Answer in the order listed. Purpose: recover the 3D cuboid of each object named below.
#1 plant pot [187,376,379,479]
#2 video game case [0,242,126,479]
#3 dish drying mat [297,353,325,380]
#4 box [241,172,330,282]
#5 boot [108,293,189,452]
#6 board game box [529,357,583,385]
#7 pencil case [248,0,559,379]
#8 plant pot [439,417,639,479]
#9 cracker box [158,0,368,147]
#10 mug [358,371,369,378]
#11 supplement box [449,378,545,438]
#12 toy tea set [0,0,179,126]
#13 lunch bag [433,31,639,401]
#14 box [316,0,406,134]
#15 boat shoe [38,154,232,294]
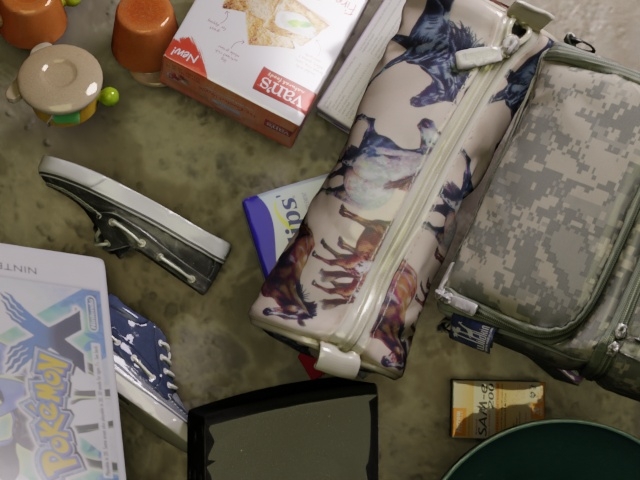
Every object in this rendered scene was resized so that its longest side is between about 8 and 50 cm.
[{"bbox_3d":[-0.044,0.234,1.683,0.167,0.187,0.188,-1,88,-12],"label":"plant pot"},{"bbox_3d":[-0.334,0.135,1.602,0.300,0.036,0.329,10,51,-27],"label":"video game case"},{"bbox_3d":[0.009,0.117,1.764,0.008,0.083,0.032,-25,80,-45],"label":"dish drying mat"},{"bbox_3d":[0.000,0.000,1.765,0.137,0.072,0.126,-17,88,-1],"label":"box"},{"bbox_3d":[-0.173,0.141,1.762,0.190,0.069,0.086,40,69,-10],"label":"boot"},{"bbox_3d":[0.284,-0.004,1.734,0.142,0.144,0.275,39,87,0],"label":"board game box"},{"bbox_3d":[0.083,-0.056,1.646,0.160,0.183,0.410,27,83,-5],"label":"pencil case"},{"bbox_3d":[0.228,0.318,1.695,0.290,0.195,0.290,0,88,-2],"label":"plant pot"},{"bbox_3d":[-0.045,-0.232,1.742,0.156,0.067,0.232,27,69,0],"label":"cracker box"},{"bbox_3d":[0.048,0.099,1.777,0.064,0.078,0.062,45,120,9],"label":"mug"},{"bbox_3d":[0.185,0.177,1.779,0.098,0.036,0.062,1,87,-1],"label":"supplement box"},{"bbox_3d":[-0.309,-0.182,1.766,0.336,0.124,0.200,8,58,3],"label":"toy tea set"},{"bbox_3d":[0.270,-0.011,1.565,0.256,0.212,0.305,23,89,9],"label":"lunch bag"},{"bbox_3d":[0.106,-0.255,1.781,0.067,0.063,0.324,31,87,2],"label":"box"},{"bbox_3d":[-0.202,-0.016,1.759,0.219,0.078,0.070,28,86,-2],"label":"boat shoe"}]
